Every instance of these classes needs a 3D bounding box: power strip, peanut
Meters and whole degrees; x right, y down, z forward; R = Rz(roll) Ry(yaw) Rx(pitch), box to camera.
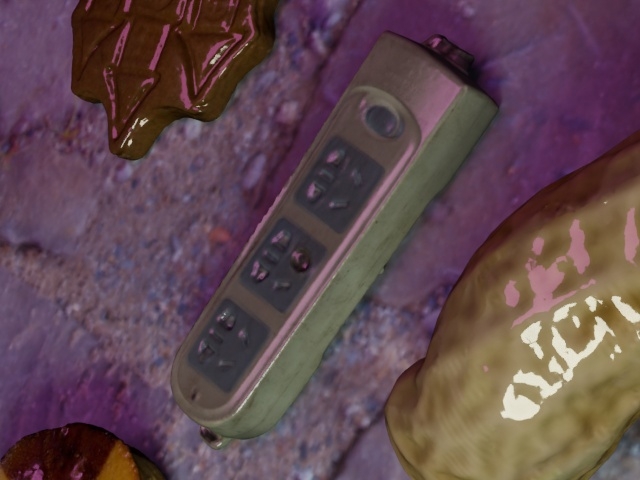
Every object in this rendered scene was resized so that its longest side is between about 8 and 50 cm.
[{"bbox_3d":[0.001,0.001,1.188,0.080,0.048,0.286,39,98,41],"label":"power strip"},{"bbox_3d":[0.165,0.029,0.997,0.325,0.140,0.153,-41,94,25],"label":"peanut"}]

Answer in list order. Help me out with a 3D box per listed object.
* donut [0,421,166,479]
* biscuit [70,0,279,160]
[{"bbox_3d":[-0.150,0.179,1.217,0.140,0.059,0.140,-15,63,32],"label":"donut"},{"bbox_3d":[-0.101,-0.157,1.336,0.182,0.034,0.215,10,78,40],"label":"biscuit"}]
